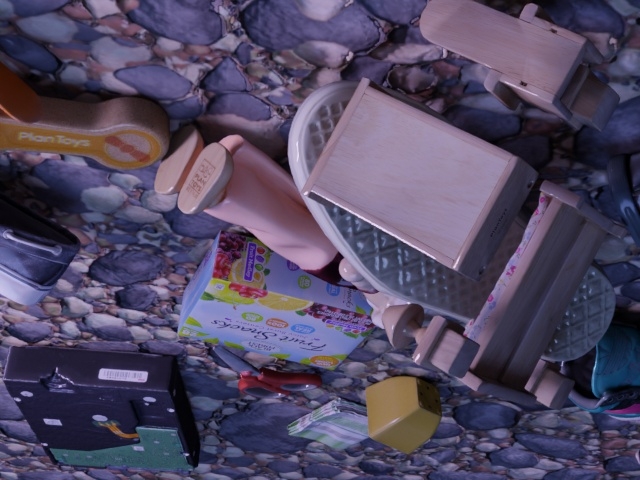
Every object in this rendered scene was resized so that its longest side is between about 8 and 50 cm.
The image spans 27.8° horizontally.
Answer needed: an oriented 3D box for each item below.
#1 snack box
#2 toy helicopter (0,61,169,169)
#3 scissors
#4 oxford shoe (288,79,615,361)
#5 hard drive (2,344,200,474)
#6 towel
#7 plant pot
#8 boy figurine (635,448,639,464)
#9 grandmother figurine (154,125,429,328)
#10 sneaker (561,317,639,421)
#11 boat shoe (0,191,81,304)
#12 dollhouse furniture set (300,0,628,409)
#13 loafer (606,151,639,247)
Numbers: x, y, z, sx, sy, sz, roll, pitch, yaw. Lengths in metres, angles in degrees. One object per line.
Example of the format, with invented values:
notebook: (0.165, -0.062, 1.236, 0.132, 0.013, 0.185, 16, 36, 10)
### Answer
snack box: (-0.048, 0.076, 1.532, 0.207, 0.070, 0.174, 16, 150, -14)
toy helicopter: (-0.312, -0.127, 1.209, 0.355, 0.140, 0.235, 5, 143, -19)
scissors: (-0.100, 0.177, 1.699, 0.109, 0.021, 0.297, -11, 162, 26)
oxford shoe: (0.122, -0.013, 1.288, 0.449, 0.169, 0.130, 33, -175, -36)
hard drive: (-0.310, 0.254, 1.899, 0.236, 0.064, 0.339, 3, 150, 5)
towel: (0.032, 0.278, 1.919, 0.113, 0.023, 0.152, 21, 147, -23)
plant pot: (0.121, 0.231, 1.770, 0.081, 0.082, 0.083, 28, 132, -33)
boy figurine: (0.485, 0.252, 1.612, 0.177, 0.092, 0.285, -19, 173, 31)
grandmother figurine: (0.000, 0.000, 1.335, 0.342, 0.208, 0.104, 29, 102, -36)
sneaker: (0.397, 0.137, 1.518, 0.178, 0.124, 0.295, 16, 151, -36)
boat shoe: (-0.394, -0.045, 1.366, 0.301, 0.108, 0.102, 34, 109, -21)
dollhouse furniture set: (0.164, -0.029, 1.200, 0.173, 0.303, 0.355, 30, -177, 33)
loafer: (0.374, -0.002, 1.303, 0.084, 0.096, 0.267, -18, 141, 26)
